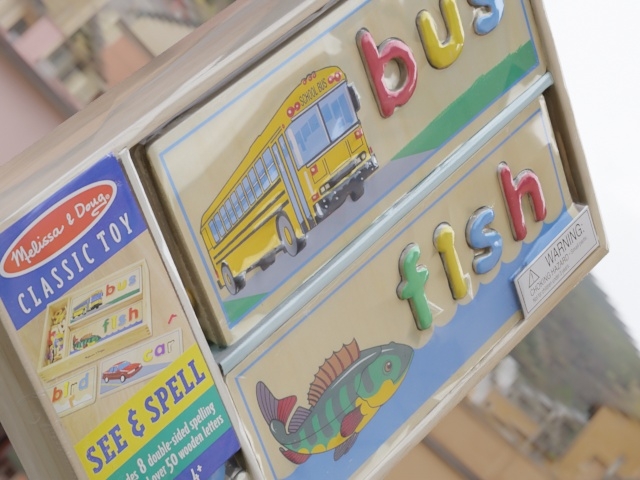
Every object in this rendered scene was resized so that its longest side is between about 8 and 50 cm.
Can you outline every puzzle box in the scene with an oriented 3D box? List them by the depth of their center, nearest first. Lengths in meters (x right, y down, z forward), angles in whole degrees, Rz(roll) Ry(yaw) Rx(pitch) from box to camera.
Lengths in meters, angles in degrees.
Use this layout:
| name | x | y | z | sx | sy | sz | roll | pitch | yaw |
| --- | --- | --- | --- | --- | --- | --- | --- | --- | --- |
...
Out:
| name | x | y | z | sx | sy | sz | roll | pitch | yaw |
| --- | --- | --- | --- | --- | --- | --- | --- | --- | --- |
| puzzle box | 0.000 | 0.000 | 0.893 | 0.052 | 0.409 | 0.272 | 10 | -49 | 44 |
